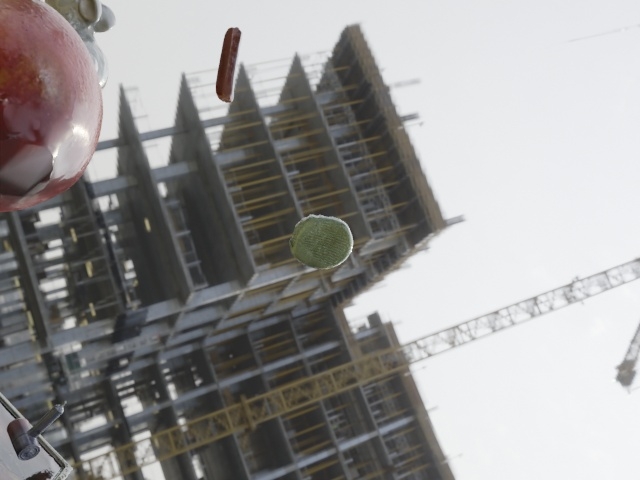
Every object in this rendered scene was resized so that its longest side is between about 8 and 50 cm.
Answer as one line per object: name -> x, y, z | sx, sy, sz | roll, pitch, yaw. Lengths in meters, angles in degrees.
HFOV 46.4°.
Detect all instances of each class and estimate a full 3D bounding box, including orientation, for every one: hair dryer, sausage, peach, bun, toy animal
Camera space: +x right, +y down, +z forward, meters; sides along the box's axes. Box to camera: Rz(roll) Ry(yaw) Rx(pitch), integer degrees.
hair dryer -> -0.458, 0.297, 1.218 | 0.063, 0.114, 0.037 | 48, 2, 35
sausage -> -0.159, -0.308, 1.298 | 0.030, 0.035, 0.147 | 39, 51, -57
peach -> -0.506, -0.210, 1.126 | 0.388, 0.388, 0.388 | 47, -35, 47
bun -> 0.003, 0.001, 2.591 | 0.108, 0.221, 0.221 | -112, -164, -62
toy animal -> -0.658, -0.542, 2.002 | 0.258, 0.194, 0.357 | -12, -111, 32

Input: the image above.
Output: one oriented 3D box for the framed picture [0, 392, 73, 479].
framed picture -> -0.522, 0.356, 1.227 | 0.211, 0.020, 0.289 | 49, -2, -4
